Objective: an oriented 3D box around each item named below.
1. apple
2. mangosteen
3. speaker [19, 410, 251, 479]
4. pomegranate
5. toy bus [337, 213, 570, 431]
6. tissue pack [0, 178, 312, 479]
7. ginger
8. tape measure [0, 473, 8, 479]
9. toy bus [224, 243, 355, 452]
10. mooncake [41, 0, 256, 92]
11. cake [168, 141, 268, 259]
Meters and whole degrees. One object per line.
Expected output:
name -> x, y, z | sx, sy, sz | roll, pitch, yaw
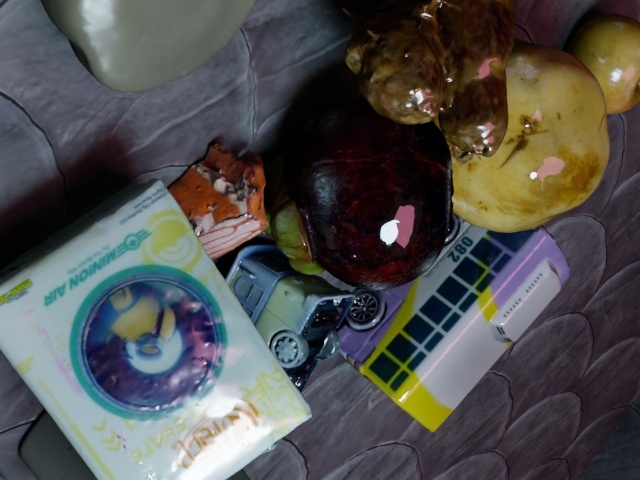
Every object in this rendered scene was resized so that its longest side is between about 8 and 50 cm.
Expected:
apple -> 0.542, -0.332, 1.789 | 0.182, 0.155, 0.182 | -41, 152, -28
mangosteen -> 0.058, -0.076, 1.437 | 0.300, 0.300, 0.300 | -25, 135, -29
speaker -> -0.268, 0.384, 1.532 | 0.183, 0.184, 0.406 | -50, 141, -2
pomegranate -> 0.312, -0.178, 1.585 | 0.332, 0.332, 0.332 | -25, 135, -29
toy bus -> 0.255, 0.115, 1.777 | 0.440, 0.249, 0.209 | -48, 141, -4
tissue pack -> -0.235, 0.150, 1.257 | 0.287, 0.162, 0.388 | -35, 104, -12
ginger -> 0.158, -0.332, 1.331 | 0.254, 0.176, 0.418 | 13, 75, -14
tape measure -> -0.524, 0.420, 1.375 | 0.196, 0.105, 0.178 | -26, 135, -26
toy bus -> -0.098, 0.179, 1.527 | 0.152, 0.190, 0.312 | 2, 119, -62
mooncake -> -0.197, -0.311, 1.099 | 0.275, 0.135, 0.275 | -27, 139, -26
cake -> -0.184, -0.011, 1.371 | 0.287, 0.135, 0.098 | -44, 156, 5
